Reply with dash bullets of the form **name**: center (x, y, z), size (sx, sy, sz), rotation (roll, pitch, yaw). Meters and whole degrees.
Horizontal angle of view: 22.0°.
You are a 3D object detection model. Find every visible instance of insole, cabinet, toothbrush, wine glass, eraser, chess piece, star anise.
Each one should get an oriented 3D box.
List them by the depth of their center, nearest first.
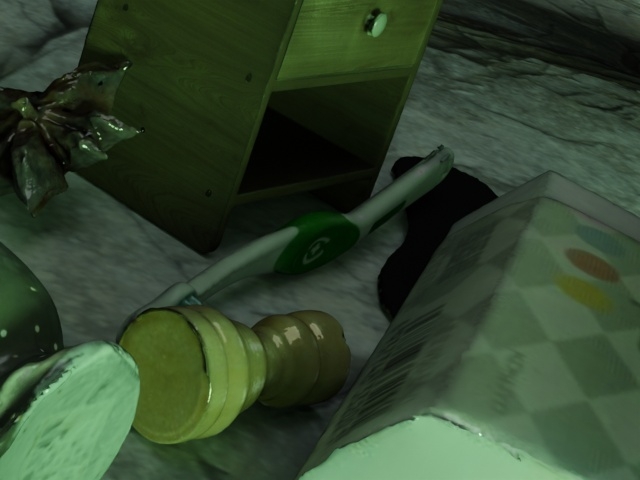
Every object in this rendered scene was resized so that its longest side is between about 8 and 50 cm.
- **wine glass**: center (-0.177, 0.037, 0.685), size (0.204, 0.111, 0.111), rotation (31, 24, 24)
- **chess piece**: center (-0.038, 0.061, 0.813), size (0.066, 0.066, 0.122), rotation (35, 23, 32)
- **eraser**: center (0.141, 0.073, 0.897), size (0.213, 0.082, 0.397), rotation (28, 23, 4)
- **star anise**: center (-0.162, -0.054, 0.949), size (0.124, 0.056, 0.129), rotation (-11, 41, 6)
- **toothbrush**: center (-0.004, -0.003, 1.007), size (0.040, 0.042, 0.418), rotation (35, 28, 11)
- **cabinet**: center (-0.034, -0.125, 1.039), size (0.148, 0.215, 0.175), rotation (32, 25, 26)
- **insole**: center (0.092, 0.014, 1.103), size (0.119, 0.009, 0.348), rotation (19, 22, -8)
